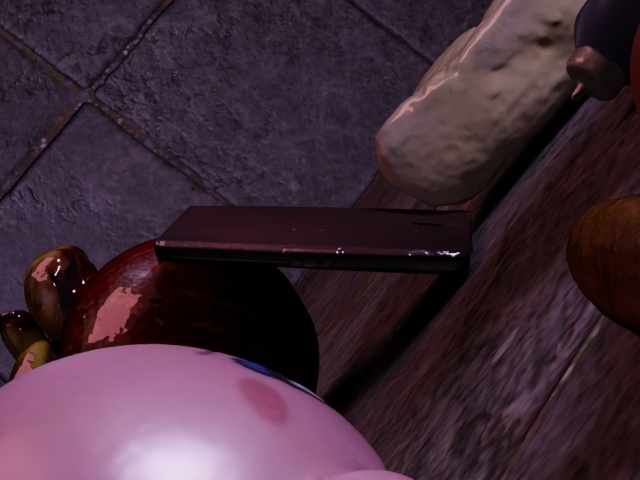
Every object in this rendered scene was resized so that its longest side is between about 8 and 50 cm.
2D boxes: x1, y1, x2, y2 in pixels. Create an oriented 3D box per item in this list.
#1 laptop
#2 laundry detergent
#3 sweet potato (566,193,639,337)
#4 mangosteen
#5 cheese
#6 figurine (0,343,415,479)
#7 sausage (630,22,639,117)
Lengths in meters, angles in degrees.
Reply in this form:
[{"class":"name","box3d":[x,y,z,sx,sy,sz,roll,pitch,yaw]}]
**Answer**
[{"class":"laptop","box3d":[0.000,0.000,1.066,0.154,0.207,0.026,-69,-20,-78]},{"class":"laundry detergent","box3d":[0.205,-0.162,0.889,0.206,0.061,0.096,-53,5,-8]},{"class":"sweet potato","box3d":[0.106,0.007,0.451,0.049,0.049,0.117,-52,6,-3]},{"class":"mangosteen","box3d":[-0.129,0.091,1.158,0.215,0.258,0.215,20,-90,-74]},{"class":"cheese","box3d":[0.151,-0.137,1.127,0.263,0.093,0.159,-46,6,16]},{"class":"figurine","box3d":[-0.052,0.113,0.491,0.173,0.173,0.173,-52,2,3]},{"class":"sausage","box3d":[0.137,-0.054,0.475,0.077,0.077,0.194,-52,1,9]}]
